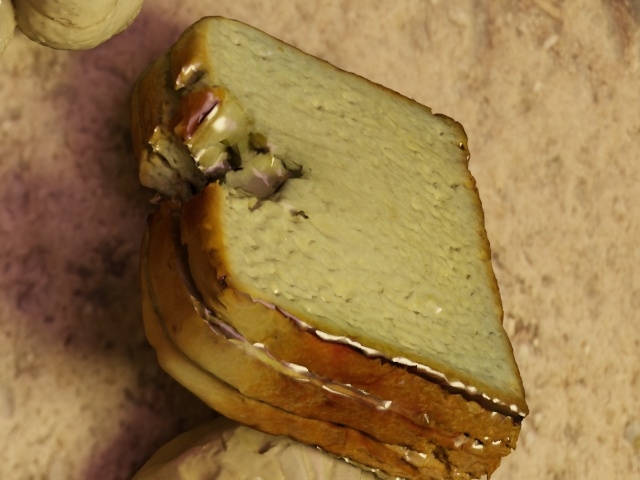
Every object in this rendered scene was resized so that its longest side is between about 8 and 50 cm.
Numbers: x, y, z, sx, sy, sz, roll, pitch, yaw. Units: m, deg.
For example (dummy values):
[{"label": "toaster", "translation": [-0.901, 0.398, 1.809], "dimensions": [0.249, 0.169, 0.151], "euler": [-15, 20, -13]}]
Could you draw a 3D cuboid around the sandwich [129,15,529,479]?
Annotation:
[{"label": "sandwich", "translation": [-0.001, 0.001, 1.018], "dimensions": [0.249, 0.095, 0.273], "euler": [25, 38, -31]}]

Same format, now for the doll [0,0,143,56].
[{"label": "doll", "translation": [-0.215, -0.173, 0.937], "dimensions": [0.278, 0.149, 0.175], "euler": [-11, 122, -25]}]

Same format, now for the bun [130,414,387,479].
[{"label": "bun", "translation": [-0.025, 0.200, 1.013], "dimensions": [0.178, 0.128, 0.193], "euler": [-24, 99, -39]}]
